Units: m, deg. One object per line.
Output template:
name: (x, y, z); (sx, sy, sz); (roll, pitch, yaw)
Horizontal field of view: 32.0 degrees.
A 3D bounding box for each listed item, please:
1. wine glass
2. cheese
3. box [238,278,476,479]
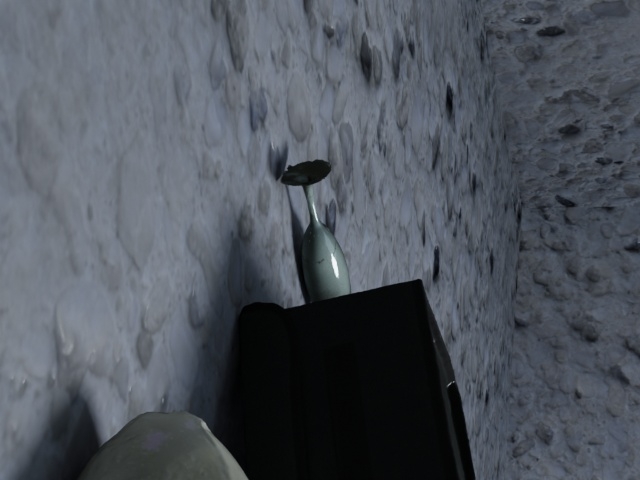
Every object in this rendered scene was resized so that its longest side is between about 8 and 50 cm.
wine glass: (0.000, 0.000, 1.378); (0.066, 0.066, 0.198); (-67, 151, -52)
cheese: (-0.115, 0.252, 0.844); (0.198, 0.154, 0.189); (-69, 158, -51)
box: (0.053, 0.250, 1.168); (0.251, 0.205, 0.345); (65, 14, -52)
